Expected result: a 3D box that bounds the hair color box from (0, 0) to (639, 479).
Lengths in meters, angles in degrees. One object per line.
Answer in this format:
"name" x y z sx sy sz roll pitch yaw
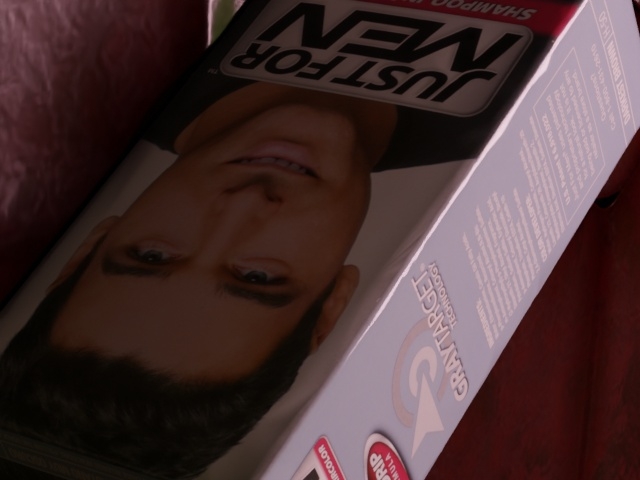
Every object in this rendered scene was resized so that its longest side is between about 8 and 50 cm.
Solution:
"hair color box" 0.000 0.000 0.993 0.374 0.185 0.113 -55 141 -31
